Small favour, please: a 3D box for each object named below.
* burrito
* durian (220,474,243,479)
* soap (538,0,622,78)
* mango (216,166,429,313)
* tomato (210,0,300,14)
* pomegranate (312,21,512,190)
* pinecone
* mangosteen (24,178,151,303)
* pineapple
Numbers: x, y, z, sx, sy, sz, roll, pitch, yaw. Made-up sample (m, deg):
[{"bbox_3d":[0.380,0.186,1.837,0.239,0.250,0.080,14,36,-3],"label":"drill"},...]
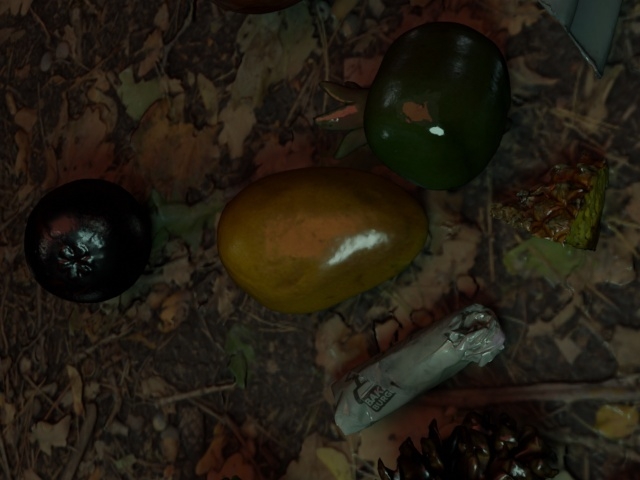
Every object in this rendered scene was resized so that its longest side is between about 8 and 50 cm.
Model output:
[{"bbox_3d":[0.086,0.122,0.955,0.203,0.064,0.064,-32,64,27],"label":"burrito"},{"bbox_3d":[-0.040,0.405,0.906,0.256,0.204,0.339,12,85,24],"label":"durian"},{"bbox_3d":[0.160,-0.322,0.923,0.258,0.159,0.302,14,87,33],"label":"soap"},{"bbox_3d":[0.000,0.000,1.011,0.227,0.109,0.147,-2,78,25],"label":"mango"},{"bbox_3d":[-0.077,-0.374,1.045,0.265,0.265,0.265,-7,77,34],"label":"tomato"},{"bbox_3d":[0.088,-0.122,0.958,0.191,0.131,0.152,-7,52,42],"label":"pomegranate"},{"bbox_3d":[0.125,0.222,0.856,0.174,0.173,0.173,-7,77,34],"label":"pinecone"},{"bbox_3d":[-0.272,-0.002,1.190,0.152,0.152,0.152,-7,77,34],"label":"mangosteen"},{"bbox_3d":[0.206,-0.024,0.905,0.114,0.077,0.114,-1,46,46],"label":"pineapple"}]
